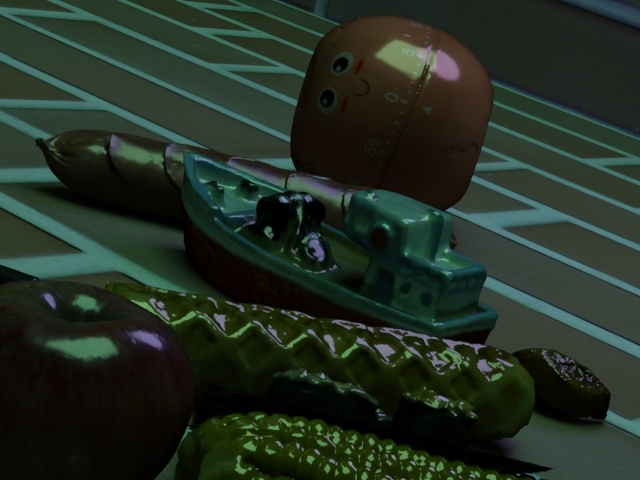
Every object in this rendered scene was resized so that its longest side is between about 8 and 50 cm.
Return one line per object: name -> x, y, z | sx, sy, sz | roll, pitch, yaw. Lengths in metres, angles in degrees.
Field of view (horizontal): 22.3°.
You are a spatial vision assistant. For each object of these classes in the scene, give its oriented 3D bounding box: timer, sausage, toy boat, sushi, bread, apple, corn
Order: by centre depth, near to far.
corn -> 0.086, 0.181, 0.874 | 0.344, 0.131, 0.131 | 14, 15, -9
apple -> -0.149, 0.092, 0.963 | 0.153, 0.120, 0.153 | 12, 12, -3
sushi -> 0.021, 0.107, 1.000 | 0.192, 0.043, 0.279 | 14, -13, -4
bread -> -0.004, 0.092, 1.203 | 0.367, 0.084, 0.077 | 12, 55, -20
sushi -> 0.200, 0.124, 1.374 | 0.099, 0.047, 0.050 | 36, 30, 7
toy boat -> 0.000, 0.000, 1.439 | 0.332, 0.133, 0.145 | 25, 18, 31
sausage -> -0.072, -0.041, 1.620 | 0.433, 0.088, 0.088 | 15, 15, -9
timer -> 0.078, -0.137, 1.839 | 0.215, 0.230, 0.229 | 16, 15, 1

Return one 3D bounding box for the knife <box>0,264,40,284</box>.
knife -> -0.326, 0.013, 1.267 | 0.230, 0.028, 0.060 | 19, 27, 18
